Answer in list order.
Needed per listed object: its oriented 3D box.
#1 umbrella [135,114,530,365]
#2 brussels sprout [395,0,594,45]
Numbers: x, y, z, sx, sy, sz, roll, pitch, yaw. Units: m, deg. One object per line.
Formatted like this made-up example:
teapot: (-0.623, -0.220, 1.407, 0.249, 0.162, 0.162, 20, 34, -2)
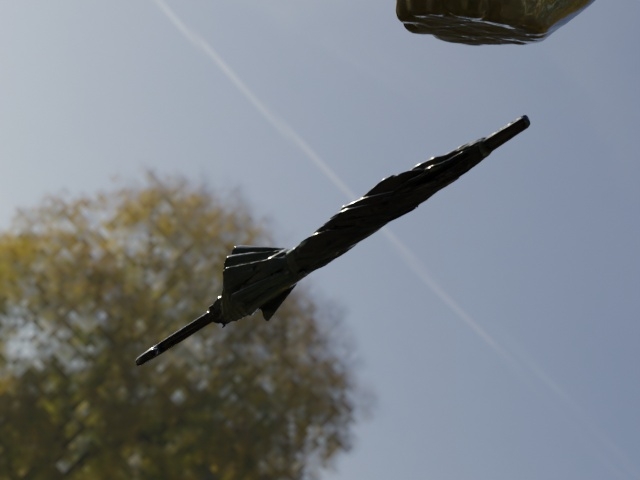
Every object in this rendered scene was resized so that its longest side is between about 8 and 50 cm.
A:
umbrella: (0.002, -0.001, 0.884, 0.269, 0.044, 0.044, -32, -90, 28)
brussels sprout: (0.152, -0.279, 1.102, 0.242, 0.273, 0.317, 17, -66, 20)
